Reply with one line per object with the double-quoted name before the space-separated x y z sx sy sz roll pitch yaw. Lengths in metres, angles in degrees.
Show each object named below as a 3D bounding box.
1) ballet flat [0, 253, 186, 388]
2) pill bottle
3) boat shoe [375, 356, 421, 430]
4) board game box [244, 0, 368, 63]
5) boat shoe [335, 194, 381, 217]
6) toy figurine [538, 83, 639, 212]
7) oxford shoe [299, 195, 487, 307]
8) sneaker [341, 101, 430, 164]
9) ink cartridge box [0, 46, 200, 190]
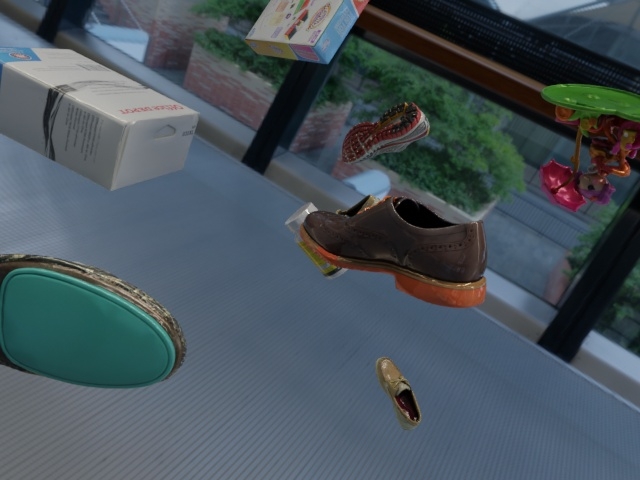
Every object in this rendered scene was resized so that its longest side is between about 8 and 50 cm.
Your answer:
"ballet flat" -0.414 0.079 0.667 0.483 0.163 0.182 8 14 -11
"pill bottle" 0.000 0.000 1.471 0.208 0.119 0.119 50 23 -14
"boat shoe" 0.144 0.268 0.917 0.050 0.045 0.135 -18 68 -24
"board game box" -0.037 -0.602 1.369 0.317 0.242 0.064 28 -6 44
"boat shoe" 0.056 -0.043 1.157 0.072 0.190 0.068 38 25 -33
"toy figurine" 0.365 -0.110 0.687 0.130 0.159 0.173 -14 33 -24
"oxford shoe" 0.077 -0.011 0.603 0.097 0.098 0.271 -13 23 -42
"sneaker" 0.139 -0.218 1.133 0.093 0.225 0.088 22 61 -43
"ink cartridge box" -0.415 -0.227 0.920 0.308 0.129 0.223 27 23 9
